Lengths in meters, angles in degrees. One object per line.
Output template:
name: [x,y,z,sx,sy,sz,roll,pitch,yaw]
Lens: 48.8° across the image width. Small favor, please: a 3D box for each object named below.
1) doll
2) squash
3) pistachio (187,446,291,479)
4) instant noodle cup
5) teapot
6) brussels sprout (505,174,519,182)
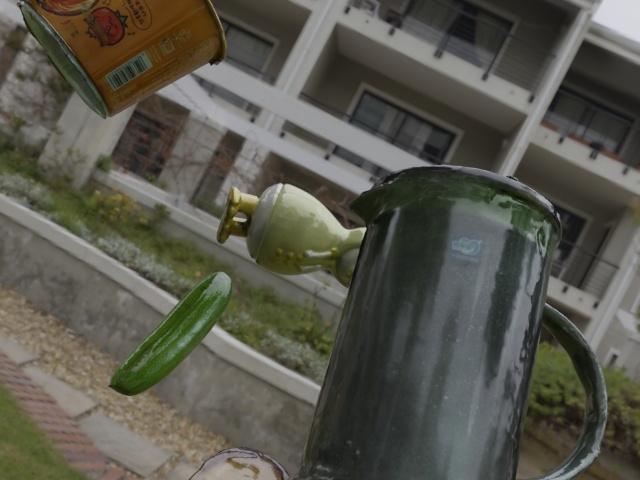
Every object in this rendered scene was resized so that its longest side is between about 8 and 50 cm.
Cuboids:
doll: [-0.002,0.007,1.023,0.296,0.141,0.117,23,36,2]
squash: [-0.263,0.173,1.292,0.082,0.292,0.082,33,-25,18]
pistachio: [-0.100,0.325,0.820,0.130,0.165,0.210,-10,-1,42]
instant noodle cup: [-0.245,-0.263,0.859,0.216,0.172,0.216,45,-15,16]
teapot: [0.124,0.108,0.615,0.270,0.337,0.200,18,-22,-4]
brussels sprout: [0.204,-0.033,0.781,0.046,0.051,0.083,21,42,21]
